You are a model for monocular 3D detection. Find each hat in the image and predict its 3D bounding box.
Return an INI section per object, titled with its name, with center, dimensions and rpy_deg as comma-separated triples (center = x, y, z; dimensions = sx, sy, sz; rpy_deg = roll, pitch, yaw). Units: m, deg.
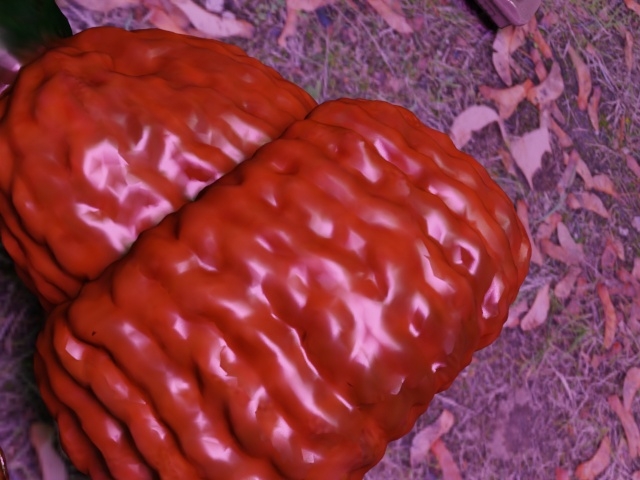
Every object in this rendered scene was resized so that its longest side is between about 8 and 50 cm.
[hat]
center = -0.097, -0.021, 0.513
dimensions = 0.400, 0.285, 0.285
rpy_deg = 43, 55, 13

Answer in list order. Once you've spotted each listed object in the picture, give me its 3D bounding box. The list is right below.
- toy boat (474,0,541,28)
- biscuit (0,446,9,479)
[toy boat]
center = 0.148, -0.338, 0.783
dimensions = 0.269, 0.141, 0.141
rpy_deg = 53, 55, -28
[biscuit]
center = -0.267, 0.201, 0.426
dimensions = 0.203, 0.041, 0.260
rpy_deg = 47, 57, -12
